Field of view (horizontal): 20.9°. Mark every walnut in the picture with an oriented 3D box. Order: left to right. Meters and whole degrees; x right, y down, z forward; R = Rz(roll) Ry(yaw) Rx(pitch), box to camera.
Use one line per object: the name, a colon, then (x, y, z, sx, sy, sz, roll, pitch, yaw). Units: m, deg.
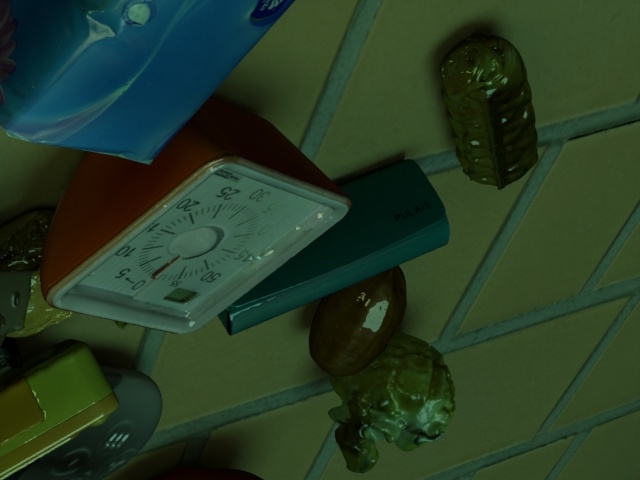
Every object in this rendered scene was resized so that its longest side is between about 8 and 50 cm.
walnut: (0.052, 0.096, 2.292, 0.116, 0.116, 0.207, -8, 137, -40)

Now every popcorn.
popcorn: (0.094, 0.234, 2.457, 0.212, 0.198, 0.198, -51, 153, -2)

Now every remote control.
remote control: (-0.329, 0.230, 2.102, 0.221, 0.103, 0.332, -46, 149, 20)

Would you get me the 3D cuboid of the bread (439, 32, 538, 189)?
bread: (0.199, -0.154, 2.047, 0.269, 0.098, 0.087, 66, 40, -62)

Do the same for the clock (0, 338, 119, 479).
clock: (-0.330, 0.193, 1.891, 0.202, 0.096, 0.143, -29, -171, -15)

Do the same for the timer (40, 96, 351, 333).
timer: (-0.145, -0.017, 1.788, 0.250, 0.161, 0.257, -51, 150, 13)

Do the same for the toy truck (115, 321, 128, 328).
toy truck: (-0.212, 0.065, 2.012, 0.083, 0.049, 0.054, -25, 154, -17)

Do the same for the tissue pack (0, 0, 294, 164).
tissue pack: (-0.158, -0.208, 1.508, 0.263, 0.146, 0.198, -46, 151, 24)

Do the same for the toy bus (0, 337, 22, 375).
toy bus: (-0.414, 0.110, 1.834, 0.089, 0.087, 0.194, -36, 156, 28)

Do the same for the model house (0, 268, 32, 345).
model house: (-0.348, 0.029, 1.653, 0.176, 0.181, 0.248, 0, 137, -40)

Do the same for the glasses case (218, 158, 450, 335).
glasses case: (0.001, 0.001, 2.060, 0.301, 0.117, 0.070, -22, 151, -21)

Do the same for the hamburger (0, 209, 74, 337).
hamburger: (-0.301, 0.034, 1.830, 0.138, 0.083, 0.147, -26, 151, -4)

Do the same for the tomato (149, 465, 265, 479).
tomato: (-0.163, 0.483, 2.471, 0.321, 0.321, 0.321, -25, 152, -14)
